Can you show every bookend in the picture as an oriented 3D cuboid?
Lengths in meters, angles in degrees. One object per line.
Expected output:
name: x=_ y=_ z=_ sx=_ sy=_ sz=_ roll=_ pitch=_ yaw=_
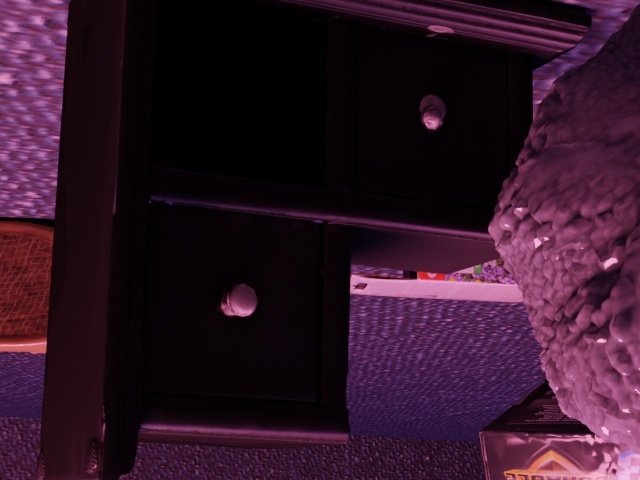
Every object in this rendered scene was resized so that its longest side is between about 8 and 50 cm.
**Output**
bookend: x=0.000 y=0.000 z=0.423 sx=0.156 sy=0.157 sz=0.072 roll=7 pitch=167 yaw=-23

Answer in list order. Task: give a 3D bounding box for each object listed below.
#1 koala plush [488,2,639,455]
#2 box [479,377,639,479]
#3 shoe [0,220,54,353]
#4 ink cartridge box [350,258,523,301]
koala plush: x=0.180 y=0.026 z=0.361 sx=0.203 sy=0.196 sz=0.221 roll=0 pitch=152 yaw=47
box: x=0.288 y=0.099 z=0.823 sx=0.295 sy=0.073 sz=0.293 roll=-5 pitch=-171 yaw=31
shoe: x=-0.132 y=0.031 z=0.779 sx=0.219 sy=0.076 sz=0.058 roll=-1 pitch=163 yaw=0
ink cartridge box: x=0.072 y=0.016 z=0.802 sx=0.115 sy=0.029 sz=0.063 roll=4 pitch=168 yaw=-5
